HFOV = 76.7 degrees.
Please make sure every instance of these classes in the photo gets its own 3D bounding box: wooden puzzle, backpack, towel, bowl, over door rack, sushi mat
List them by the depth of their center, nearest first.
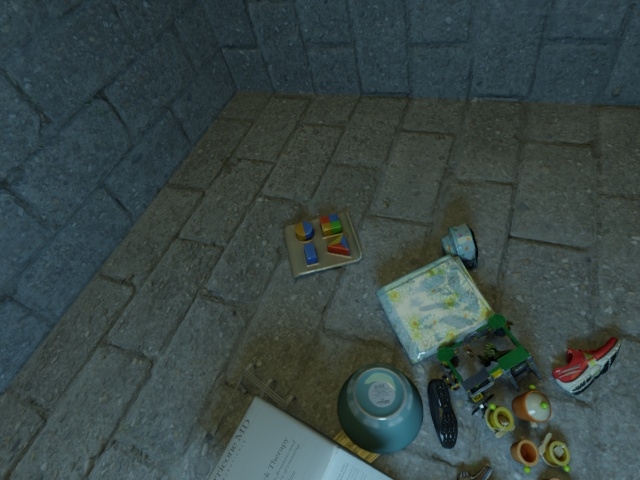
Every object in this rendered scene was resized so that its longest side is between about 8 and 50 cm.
[{"bbox_3d":[0.065,0.765,1.399,0.317,0.019,0.151,-37,54,-15],"label":"sushi mat"},{"bbox_3d":[0.206,0.557,1.416,0.313,0.163,0.311,-5,50,6],"label":"bowl"},{"bbox_3d":[-0.259,0.663,1.519,0.240,0.108,0.324,27,78,31],"label":"over door rack"},{"bbox_3d":[0.452,0.259,1.600,0.375,0.090,0.320,-26,62,0],"label":"towel"},{"bbox_3d":[0.595,0.022,1.733,0.145,0.188,0.165,-9,52,7],"label":"backpack"},{"bbox_3d":[0.000,0.000,1.972,0.349,0.080,0.321,-17,51,2],"label":"wooden puzzle"}]

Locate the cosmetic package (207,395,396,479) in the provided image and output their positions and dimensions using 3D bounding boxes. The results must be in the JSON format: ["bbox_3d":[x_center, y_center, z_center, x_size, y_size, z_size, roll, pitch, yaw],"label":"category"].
[{"bbox_3d":[-0.063,0.719,1.166,0.394,0.327,0.329,3,55,50],"label":"cosmetic package"}]

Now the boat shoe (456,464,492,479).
[{"bbox_3d":[0.459,0.764,1.268,0.183,0.066,0.066,-37,52,-15],"label":"boat shoe"}]

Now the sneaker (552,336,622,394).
[{"bbox_3d":[0.925,0.409,1.406,0.279,0.107,0.118,-31,43,-13],"label":"sneaker"}]

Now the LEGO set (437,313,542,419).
[{"bbox_3d":[0.603,0.445,1.439,0.331,0.192,0.255,-39,34,0],"label":"LEGO set"}]

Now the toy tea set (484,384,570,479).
[{"bbox_3d":[0.677,0.623,1.237,0.200,0.124,0.335,-24,71,-22],"label":"toy tea set"}]

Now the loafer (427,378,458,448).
[{"bbox_3d":[0.420,0.598,1.406,0.076,0.078,0.222,0,67,-13],"label":"loafer"}]
